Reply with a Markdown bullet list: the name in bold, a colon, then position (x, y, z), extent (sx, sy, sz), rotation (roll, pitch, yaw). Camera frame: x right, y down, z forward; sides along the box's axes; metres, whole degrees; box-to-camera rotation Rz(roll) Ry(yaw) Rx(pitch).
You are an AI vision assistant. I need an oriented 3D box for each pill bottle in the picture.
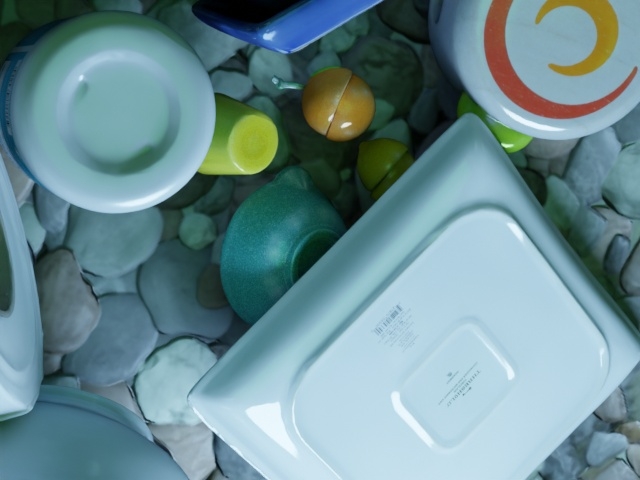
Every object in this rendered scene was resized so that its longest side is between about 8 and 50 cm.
- **pill bottle**: position (-0.177, -0.103, 1.249), extent (0.146, 0.264, 0.146), rotation (-2, 97, -16)

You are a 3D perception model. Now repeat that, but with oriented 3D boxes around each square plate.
- **square plate**: position (0.107, 0.121, 1.414), extent (0.347, 0.049, 0.344), rotation (-45, 124, -6)

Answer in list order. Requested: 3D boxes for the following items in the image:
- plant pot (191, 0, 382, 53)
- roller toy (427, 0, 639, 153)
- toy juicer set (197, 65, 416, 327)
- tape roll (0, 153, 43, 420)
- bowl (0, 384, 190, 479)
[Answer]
- **plant pot**: position (-0.027, -0.288, 1.298), extent (0.236, 0.236, 0.212), rotation (-32, 110, -11)
- **roller toy**: position (0.198, -0.193, 1.412), extent (0.209, 0.146, 0.191), rotation (-18, 107, -4)
- **toy juicer set**: position (0.000, 0.000, 1.417), extent (0.209, 0.089, 0.329), rotation (-30, 117, -32)
- **tape roll**: position (-0.292, -0.002, 1.170), extent (0.100, 0.286, 0.286), rotation (-15, 100, 1)
- **bowl**: position (-0.217, 0.208, 1.295), extent (0.298, 0.298, 0.134), rotation (21, 55, -17)
